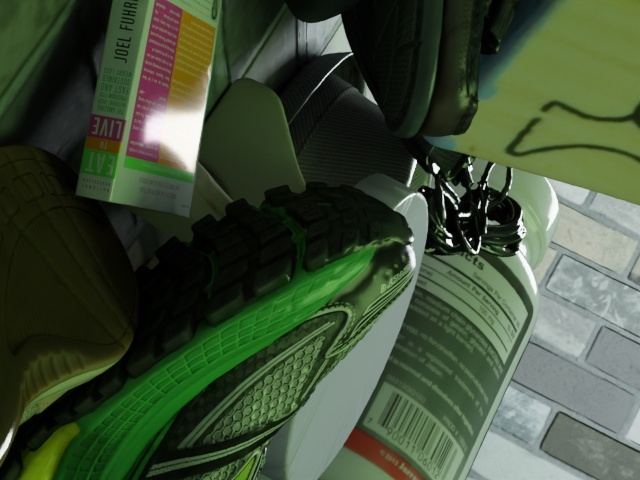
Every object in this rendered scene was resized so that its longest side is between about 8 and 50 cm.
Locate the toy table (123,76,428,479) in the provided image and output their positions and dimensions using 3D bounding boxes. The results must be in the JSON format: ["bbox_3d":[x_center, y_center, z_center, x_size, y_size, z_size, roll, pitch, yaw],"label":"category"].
[{"bbox_3d":[-0.046,0.032,0.938,0.252,0.161,0.274,-54,166,-35],"label":"toy table"}]

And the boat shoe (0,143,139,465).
[{"bbox_3d":[-0.160,0.045,0.635,0.098,0.109,0.302,-29,-167,18],"label":"boat shoe"}]

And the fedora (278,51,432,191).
[{"bbox_3d":[0.000,0.000,1.168,0.275,0.124,0.244,-62,169,-5],"label":"fedora"}]

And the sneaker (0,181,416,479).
[{"bbox_3d":[-0.073,0.109,0.786,0.343,0.146,0.134,-46,-162,16],"label":"sneaker"}]

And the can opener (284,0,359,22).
[{"bbox_3d":[0.031,-0.213,0.777,0.074,0.093,0.280,-26,166,-22],"label":"can opener"}]

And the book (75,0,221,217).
[{"bbox_3d":[-0.079,-0.087,0.747,0.096,0.035,0.144,15,87,-78],"label":"book"}]

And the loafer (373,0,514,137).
[{"bbox_3d":[0.085,-0.191,0.862,0.109,0.095,0.303,119,-24,-60],"label":"loafer"}]

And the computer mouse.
[{"bbox_3d":[0.063,-0.116,1.082,0.188,0.072,0.272,-2,80,-64],"label":"computer mouse"}]

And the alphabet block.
[{"bbox_3d":[0.191,-0.155,0.972,0.192,0.197,0.193,133,-33,-54],"label":"alphabet block"}]

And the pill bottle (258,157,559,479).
[{"bbox_3d":[0.065,0.087,1.333,0.363,0.210,0.210,-60,169,-31],"label":"pill bottle"}]
